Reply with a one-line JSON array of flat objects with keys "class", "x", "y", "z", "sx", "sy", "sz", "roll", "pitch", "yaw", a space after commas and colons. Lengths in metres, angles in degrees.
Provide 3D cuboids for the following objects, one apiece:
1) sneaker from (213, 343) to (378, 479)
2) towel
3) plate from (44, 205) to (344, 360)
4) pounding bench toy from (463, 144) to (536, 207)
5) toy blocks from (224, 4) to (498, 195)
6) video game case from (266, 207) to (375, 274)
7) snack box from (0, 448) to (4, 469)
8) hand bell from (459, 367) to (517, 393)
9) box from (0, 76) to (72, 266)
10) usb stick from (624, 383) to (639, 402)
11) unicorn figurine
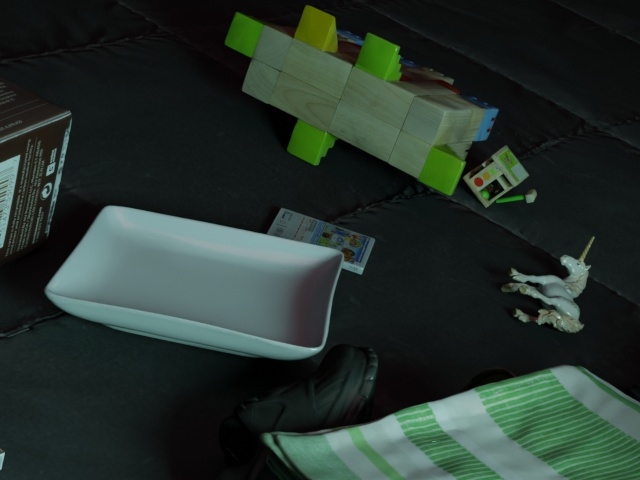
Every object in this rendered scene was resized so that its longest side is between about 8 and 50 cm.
[{"class": "sneaker", "x": -0.021, "y": 0.170, "z": 1.404, "sx": 0.130, "sy": 0.109, "sz": 0.286, "roll": 13, "pitch": 24, "yaw": 6}, {"class": "towel", "x": 0.143, "y": 0.179, "z": 1.248, "sx": 0.325, "sy": 0.038, "sz": 0.248, "roll": -9, "pitch": 20, "yaw": -24}, {"class": "plate", "x": -0.123, "y": 0.048, "z": 1.601, "sx": 0.277, "sy": 0.045, "sz": 0.278, "roll": 11, "pitch": 21, "yaw": 2}, {"class": "pounding bench toy", "x": 0.243, "y": -0.072, "z": 2.070, "sx": 0.083, "sy": 0.065, "sz": 0.052, "roll": 53, "pitch": 32, "yaw": 1}, {"class": "toy blocks", "x": 0.085, "y": -0.195, "z": 2.114, "sx": 0.381, "sy": 0.190, "sz": 0.261, "roll": 28, "pitch": 18, "yaw": 23}, {"class": "video game case", "x": 0.000, "y": 0.000, "z": 1.837, "sx": 0.122, "sy": 0.011, "sz": 0.087, "roll": 18, "pitch": 26, "yaw": 3}, {"class": "snack box", "x": -0.354, "y": 0.152, "z": 1.327, "sx": 0.178, "sy": 0.022, "sz": 0.064, "roll": 34, "pitch": 32, "yaw": 29}, {"class": "hand bell", "x": 0.256, "y": 0.210, "z": 1.513, "sx": 0.242, "sy": 0.126, "sz": 0.126, "roll": 16, "pitch": 24, "yaw": -30}, {"class": "box", "x": -0.396, "y": -0.081, "z": 1.586, "sx": 0.203, "sy": 0.168, "sz": 0.167, "roll": 27, "pitch": 29, "yaw": 18}, {"class": "usb stick", "x": 0.465, "y": 0.198, "z": 1.691, "sx": 0.278, "sy": 0.045, "sz": 0.077, "roll": 7, "pitch": 29, "yaw": -17}, {"class": "unicorn figurine", "x": 0.279, "y": 0.061, "z": 1.843, "sx": 0.111, "sy": 0.060, "sz": 0.162, "roll": 11, "pitch": 43, "yaw": -13}]
